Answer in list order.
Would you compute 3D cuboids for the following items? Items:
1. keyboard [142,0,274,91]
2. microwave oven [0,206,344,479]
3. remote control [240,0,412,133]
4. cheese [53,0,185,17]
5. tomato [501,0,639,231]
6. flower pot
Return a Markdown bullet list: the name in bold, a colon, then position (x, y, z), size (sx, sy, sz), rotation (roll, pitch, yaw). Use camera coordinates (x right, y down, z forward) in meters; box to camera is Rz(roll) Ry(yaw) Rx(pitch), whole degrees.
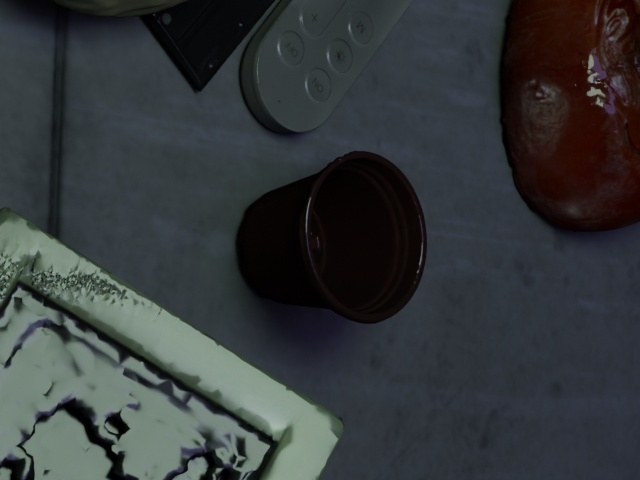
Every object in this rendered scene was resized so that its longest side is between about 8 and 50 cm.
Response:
- **keyboard**: position (-0.044, -0.188, 1.236), size (0.067, 0.011, 0.202), rotation (55, 54, -27)
- **microwave oven**: position (-0.192, 0.202, 0.877), size (0.218, 0.286, 0.355), rotation (33, 63, -9)
- **remote control**: position (0.021, -0.168, 1.288), size (0.077, 0.022, 0.245), rotation (54, 55, -28)
- **cheese**: position (-0.095, -0.243, 1.062), size (0.173, 0.251, 0.248), rotation (-23, 118, -41)
- **tomato**: position (0.235, -0.118, 1.433), size (0.228, 0.101, 0.228), rotation (8, 78, -41)
- **flower pot**: position (0.000, 0.000, 1.207), size (0.111, 0.089, 0.111), rotation (4, 85, -43)
